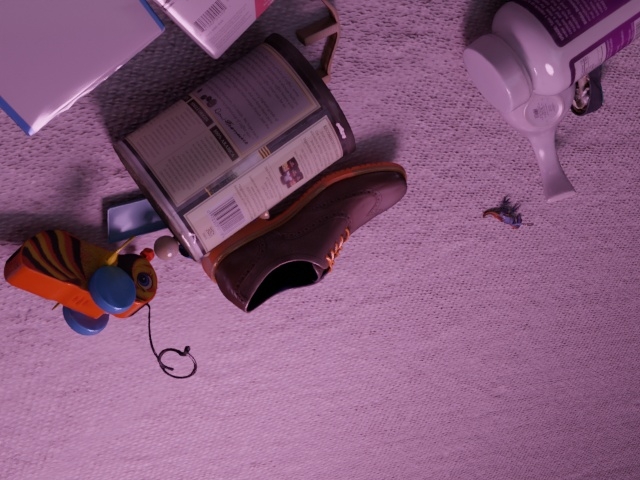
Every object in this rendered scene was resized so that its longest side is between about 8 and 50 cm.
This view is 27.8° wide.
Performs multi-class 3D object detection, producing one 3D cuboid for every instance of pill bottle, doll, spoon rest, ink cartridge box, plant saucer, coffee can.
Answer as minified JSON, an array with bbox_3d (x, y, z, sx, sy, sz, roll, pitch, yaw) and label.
[{"bbox_3d":[0.380,-0.335,2.044,0.301,0.169,0.169,-35,139,-9],"label":"pill bottle"},{"bbox_3d":[-0.169,-0.027,1.937,0.189,0.046,0.129,-29,138,-22],"label":"doll"},{"bbox_3d":[0.385,-0.196,2.237,0.137,0.084,0.276,-17,129,3],"label":"spoon rest"},{"bbox_3d":[-0.159,-0.362,1.651,0.158,0.092,0.218,-45,141,3],"label":"ink cartridge box"},{"bbox_3d":[-0.231,-0.047,1.921,0.192,0.018,0.067,-16,133,-27],"label":"plant saucer"},{"bbox_3d":[-0.345,-0.297,1.422,0.197,0.270,0.198,-39,139,-2],"label":"ink cartridge box"},{"bbox_3d":[-0.119,-0.130,1.798,0.275,0.201,0.201,-35,139,-8],"label":"coffee can"}]

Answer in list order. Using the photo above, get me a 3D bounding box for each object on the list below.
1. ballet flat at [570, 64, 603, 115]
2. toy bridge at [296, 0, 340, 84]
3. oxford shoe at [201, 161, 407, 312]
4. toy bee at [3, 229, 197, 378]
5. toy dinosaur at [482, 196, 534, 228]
[{"bbox_3d":[0.446,-0.289,2.213,0.074,0.074,0.203,-32,141,-12],"label":"ballet flat"},{"bbox_3d":[-0.002,-0.304,1.875,0.063,0.026,0.188,-29,138,-17],"label":"toy bridge"},{"bbox_3d":[0.000,0.000,2.046,0.363,0.133,0.130,-30,147,-12],"label":"oxford shoe"},{"bbox_3d":[-0.310,0.064,1.874,0.195,0.162,0.298,-17,131,26],"label":"toy bee"},{"bbox_3d":[0.345,-0.045,2.380,0.090,0.047,0.082,-7,148,9],"label":"toy dinosaur"}]
